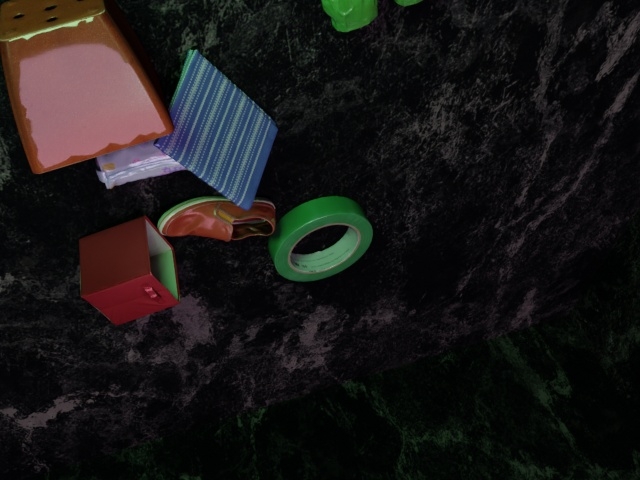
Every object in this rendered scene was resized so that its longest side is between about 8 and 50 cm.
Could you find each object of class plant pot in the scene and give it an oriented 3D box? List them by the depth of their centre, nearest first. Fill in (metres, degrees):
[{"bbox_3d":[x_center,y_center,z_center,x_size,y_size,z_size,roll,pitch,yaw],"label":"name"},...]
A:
[{"bbox_3d":[-0.452,-0.322,1.254,0.267,0.267,0.235,-19,134,-8],"label":"plant pot"}]

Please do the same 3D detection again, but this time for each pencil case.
[{"bbox_3d":[-0.378,-0.200,1.561,0.273,0.124,0.113,-14,145,-13],"label":"pencil case"}]

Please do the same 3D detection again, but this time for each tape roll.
[{"bbox_3d":[0.000,0.000,2.096,0.321,0.077,0.321,-17,145,-12],"label":"tape roll"}]

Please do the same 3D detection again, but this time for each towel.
[{"bbox_3d":[-0.226,-0.239,1.539,0.040,0.243,0.336,5,160,34],"label":"towel"}]

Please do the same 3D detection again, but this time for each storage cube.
[{"bbox_3d":[-0.502,0.081,1.789,0.193,0.214,0.183,-19,146,4],"label":"storage cube"}]

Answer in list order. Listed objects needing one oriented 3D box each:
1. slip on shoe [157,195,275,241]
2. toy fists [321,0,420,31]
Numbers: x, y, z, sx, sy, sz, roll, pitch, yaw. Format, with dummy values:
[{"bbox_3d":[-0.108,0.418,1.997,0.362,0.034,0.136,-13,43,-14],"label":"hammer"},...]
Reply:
[{"bbox_3d":[-0.273,-0.050,1.843,0.332,0.101,0.123,-5,143,-24],"label":"slip on shoe"},{"bbox_3d":[0.128,-0.555,1.422,0.279,0.096,0.142,-23,156,-4],"label":"toy fists"}]
